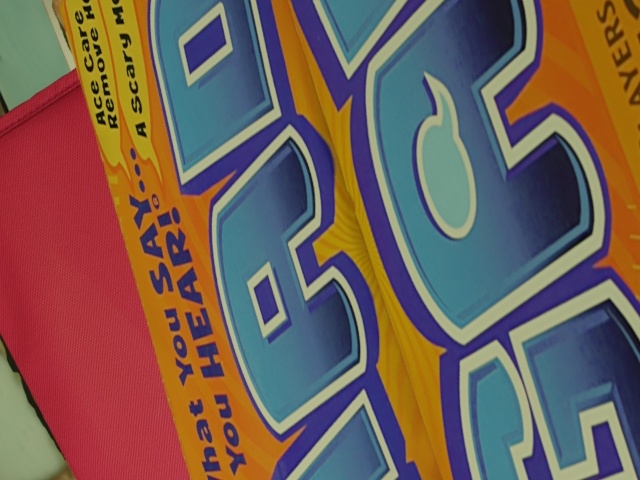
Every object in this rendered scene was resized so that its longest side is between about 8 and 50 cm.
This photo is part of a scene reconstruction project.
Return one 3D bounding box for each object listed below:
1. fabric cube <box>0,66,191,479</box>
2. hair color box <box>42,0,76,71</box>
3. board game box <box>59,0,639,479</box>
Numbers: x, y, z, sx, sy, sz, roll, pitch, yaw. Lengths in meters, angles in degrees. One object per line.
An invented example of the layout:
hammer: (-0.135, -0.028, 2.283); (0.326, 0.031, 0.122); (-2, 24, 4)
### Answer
fabric cube: (0.000, 0.000, 0.987); (0.254, 0.259, 0.258); (-24, 94, 44)
hair color box: (-0.140, -0.175, 1.168); (0.072, 0.043, 0.141); (-15, 100, 41)
board game box: (0.166, -0.022, 0.660); (0.356, 0.356, 0.356); (-44, 59, 56)
